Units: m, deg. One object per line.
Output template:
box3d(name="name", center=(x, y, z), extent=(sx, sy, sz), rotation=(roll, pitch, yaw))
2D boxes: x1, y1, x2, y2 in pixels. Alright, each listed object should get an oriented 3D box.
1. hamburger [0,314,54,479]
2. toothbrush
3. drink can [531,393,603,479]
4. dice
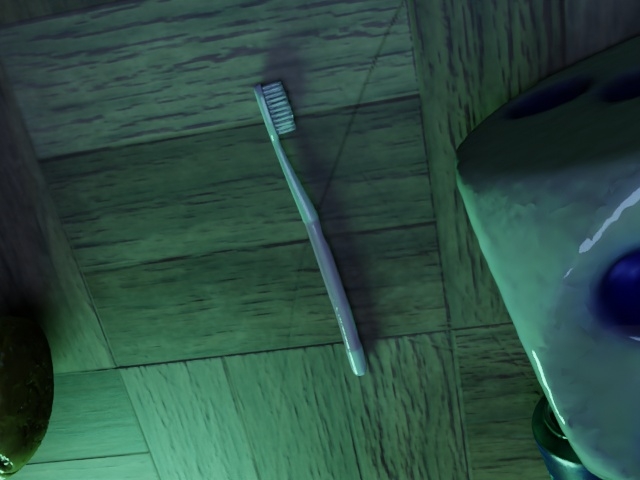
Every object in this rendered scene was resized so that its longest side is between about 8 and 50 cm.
box3d(name="hamburger", center=(-0.310, 0.147, 0.617), extent=(0.131, 0.159, 0.185), rotation=(-8, 159, -2))
box3d(name="toothbrush", center=(0.000, 0.000, 0.584), extent=(0.025, 0.020, 0.286), rotation=(-16, 113, 5))
box3d(name="drink can", center=(0.276, 0.224, 0.611), extent=(0.118, 0.118, 0.205), rotation=(-22, 111, 15))
box3d(name="dice", center=(0.244, -0.001, 0.430), extent=(0.251, 0.259, 0.243), rotation=(-22, 110, 15))
